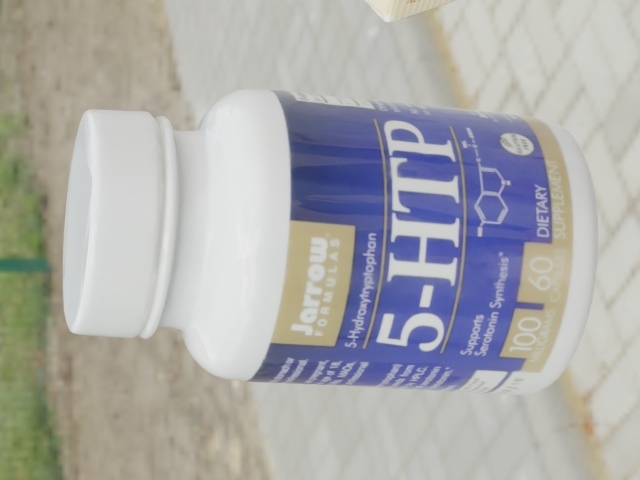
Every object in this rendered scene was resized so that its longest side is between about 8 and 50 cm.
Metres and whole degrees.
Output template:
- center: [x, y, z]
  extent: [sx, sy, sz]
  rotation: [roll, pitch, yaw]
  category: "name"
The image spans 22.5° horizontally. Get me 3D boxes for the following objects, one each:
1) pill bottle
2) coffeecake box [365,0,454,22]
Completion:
- center: [0.000, 0.000, 0.614]
  extent: [0.112, 0.187, 0.112]
  rotation: [-176, 90, -75]
  category: "pill bottle"
- center: [0.075, -0.161, 0.410]
  extent: [0.068, 0.142, 0.185]
  rotation: [50, 143, 25]
  category: "coffeecake box"
